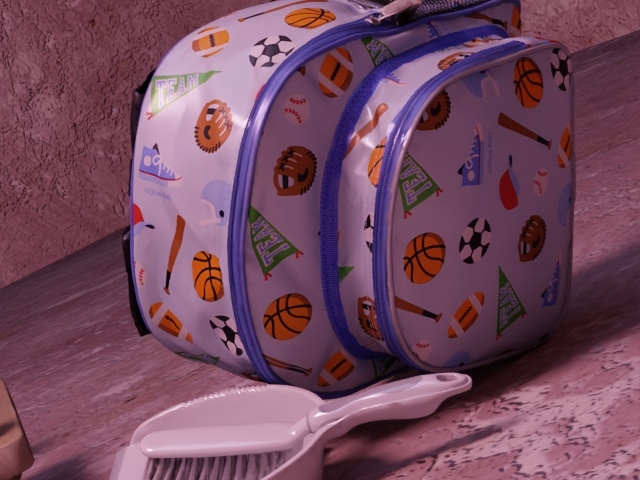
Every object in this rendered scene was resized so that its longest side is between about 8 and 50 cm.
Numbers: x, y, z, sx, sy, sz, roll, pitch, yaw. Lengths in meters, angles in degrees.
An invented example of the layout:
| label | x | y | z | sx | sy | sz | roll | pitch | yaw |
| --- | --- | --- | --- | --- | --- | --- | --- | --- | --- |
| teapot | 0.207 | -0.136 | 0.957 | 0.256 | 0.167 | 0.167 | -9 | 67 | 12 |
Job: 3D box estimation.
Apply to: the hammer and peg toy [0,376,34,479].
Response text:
| label | x | y | z | sx | sy | sz | roll | pitch | yaw |
| --- | --- | --- | --- | --- | --- | --- | --- | --- | --- |
| hammer and peg toy | -0.335 | 0.171 | 1.360 | 0.266 | 0.127 | 0.361 | -25 | 10 | -10 |

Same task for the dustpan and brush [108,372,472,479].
| label | x | y | z | sx | sy | sz | roll | pitch | yaw |
| --- | --- | --- | --- | --- | --- | --- | --- | --- | --- |
| dustpan and brush | -0.021 | 0.108 | 1.034 | 0.211 | 0.060 | 0.147 | -7 | 23 | 7 |

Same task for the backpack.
| label | x | y | z | sx | sy | sz | roll | pitch | yaw |
| --- | --- | --- | --- | --- | --- | --- | --- | --- | --- |
| backpack | 0.018 | -0.025 | 1.156 | 0.263 | 0.276 | 0.213 | -15 | 17 | -38 |
